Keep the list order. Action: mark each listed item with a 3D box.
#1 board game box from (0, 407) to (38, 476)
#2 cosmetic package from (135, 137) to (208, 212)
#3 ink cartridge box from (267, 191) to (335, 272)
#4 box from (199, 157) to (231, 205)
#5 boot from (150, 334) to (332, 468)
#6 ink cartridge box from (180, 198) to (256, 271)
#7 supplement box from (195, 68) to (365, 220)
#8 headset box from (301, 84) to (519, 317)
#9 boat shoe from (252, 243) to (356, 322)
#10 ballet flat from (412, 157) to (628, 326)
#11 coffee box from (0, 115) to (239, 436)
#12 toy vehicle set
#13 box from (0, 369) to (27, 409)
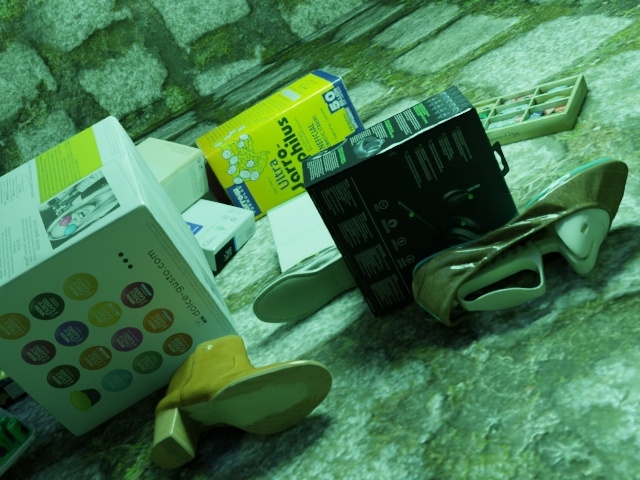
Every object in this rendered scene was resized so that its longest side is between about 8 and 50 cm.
[{"bbox_3d":[-0.727,0.424,1.319,0.389,0.050,0.390,6,46,46],"label":"board game box"},{"bbox_3d":[-0.398,-0.095,1.630,0.160,0.113,0.309,15,38,25],"label":"cosmetic package"},{"bbox_3d":[0.000,0.000,1.433,0.171,0.056,0.235,-25,48,9],"label":"ink cartridge box"},{"bbox_3d":[-0.261,-0.184,1.991,0.148,0.127,0.232,-5,34,43],"label":"box"},{"bbox_3d":[-0.119,0.196,1.109,0.295,0.104,0.211,-28,24,13],"label":"boot"},{"bbox_3d":[-0.326,-0.035,1.685,0.332,0.065,0.165,15,40,24],"label":"ink cartridge box"},{"bbox_3d":[-0.087,-0.226,1.800,0.356,0.194,0.195,-31,24,-4],"label":"supplement box"},{"bbox_3d":[0.151,-0.062,1.146,0.283,0.246,0.131,-26,24,9],"label":"headset box"},{"bbox_3d":[-0.013,0.068,1.283,0.227,0.081,0.068,-25,20,-9],"label":"boat shoe"},{"bbox_3d":[0.289,0.017,1.031,0.342,0.116,0.124,-28,44,3],"label":"ballet flat"},{"bbox_3d":[-0.392,0.056,1.312,0.334,0.338,0.338,-30,40,-3],"label":"coffee box"},{"bbox_3d":[0.384,-0.247,1.517,0.266,0.035,0.166,-11,30,36],"label":"toy vehicle set"},{"bbox_3d":[-0.692,0.300,1.596,0.175,0.051,0.220,-34,25,-11],"label":"box"}]
